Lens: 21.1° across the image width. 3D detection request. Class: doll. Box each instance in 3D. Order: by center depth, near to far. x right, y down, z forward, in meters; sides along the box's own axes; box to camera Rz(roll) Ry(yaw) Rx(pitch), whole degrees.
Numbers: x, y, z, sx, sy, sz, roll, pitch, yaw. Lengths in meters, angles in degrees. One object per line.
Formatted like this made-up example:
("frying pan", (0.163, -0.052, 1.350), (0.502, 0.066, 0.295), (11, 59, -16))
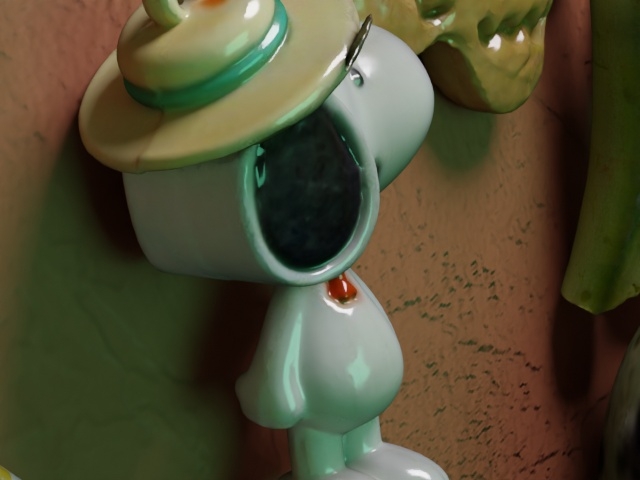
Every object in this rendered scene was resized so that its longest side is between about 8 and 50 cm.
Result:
("doll", (-0.011, 0.012, 0.803), (0.208, 0.144, 0.271), (0, 92, -51))

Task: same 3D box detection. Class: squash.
("squash", (0.195, -0.080, 1.034), (0.083, 0.083, 0.250), (-14, 114, -45))

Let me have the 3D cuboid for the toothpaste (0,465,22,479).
("toothpaste", (-0.168, 0.094, 0.727), (0.190, 0.031, 0.048), (42, 68, -38))

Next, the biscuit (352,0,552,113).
("biscuit", (0.088, -0.254, 0.950), (0.275, 0.052, 0.355), (19, 81, -46))

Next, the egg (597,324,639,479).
("egg", (0.339, 0.166, 1.048), (0.345, 0.345, 0.428), (-31, 138, -41))
